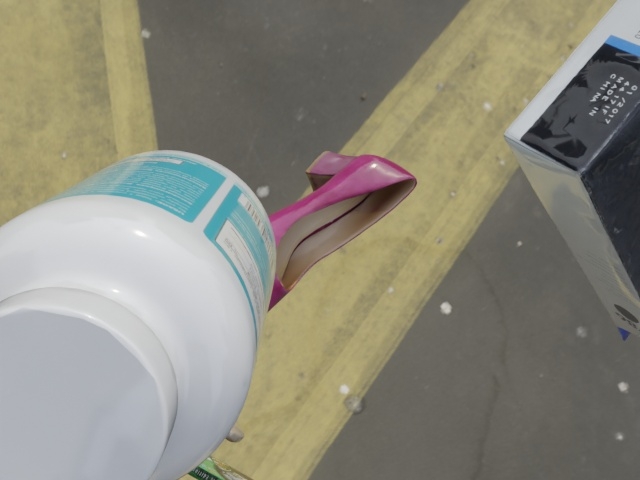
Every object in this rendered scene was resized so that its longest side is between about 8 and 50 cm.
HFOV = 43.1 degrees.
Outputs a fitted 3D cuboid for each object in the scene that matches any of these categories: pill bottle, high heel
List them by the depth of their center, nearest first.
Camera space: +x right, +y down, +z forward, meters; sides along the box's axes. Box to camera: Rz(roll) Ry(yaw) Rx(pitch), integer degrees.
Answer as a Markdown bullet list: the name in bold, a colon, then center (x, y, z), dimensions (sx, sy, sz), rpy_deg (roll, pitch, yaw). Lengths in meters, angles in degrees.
- **pill bottle**: center (-0.103, 0.037, 0.436), dimensions (0.146, 0.264, 0.146), rpy_deg (0, 103, 1)
- **high heel**: center (0.000, 0.000, 1.316), dimensions (0.181, 0.127, 0.377), rpy_deg (16, 64, 33)

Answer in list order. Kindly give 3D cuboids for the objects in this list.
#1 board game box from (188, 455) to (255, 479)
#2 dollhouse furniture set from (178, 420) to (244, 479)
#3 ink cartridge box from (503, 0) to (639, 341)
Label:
- **board game box**: center (-0.204, 0.474, 1.636), dimensions (0.259, 0.136, 0.030), rpy_deg (35, 88, -16)
- **dollhouse furniture set**: center (-0.234, 0.407, 1.160), dimensions (0.362, 0.256, 0.394), rpy_deg (-47, 116, -1)
- **ink cartridge box**: center (0.251, -0.033, 0.565), dimensions (0.165, 0.332, 0.065), rpy_deg (-50, 49, -2)
